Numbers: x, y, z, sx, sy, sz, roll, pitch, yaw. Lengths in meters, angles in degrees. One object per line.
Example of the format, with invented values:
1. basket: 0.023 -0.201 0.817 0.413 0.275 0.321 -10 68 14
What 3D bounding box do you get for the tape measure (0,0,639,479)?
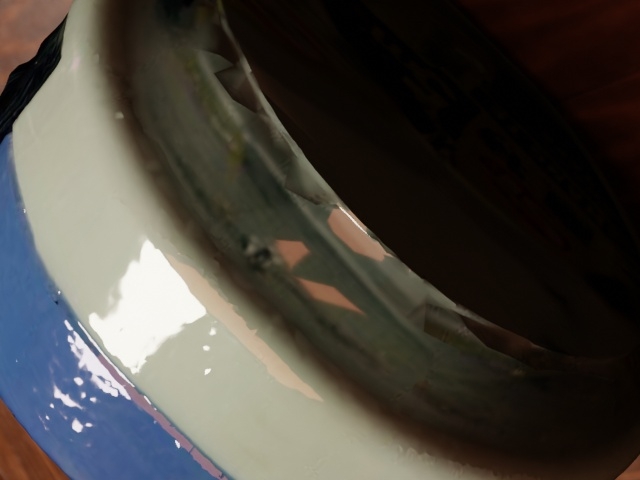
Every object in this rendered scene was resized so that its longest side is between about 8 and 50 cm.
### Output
1. tape measure: 0.001 -0.001 0.562 0.259 0.262 0.138 43 117 0
